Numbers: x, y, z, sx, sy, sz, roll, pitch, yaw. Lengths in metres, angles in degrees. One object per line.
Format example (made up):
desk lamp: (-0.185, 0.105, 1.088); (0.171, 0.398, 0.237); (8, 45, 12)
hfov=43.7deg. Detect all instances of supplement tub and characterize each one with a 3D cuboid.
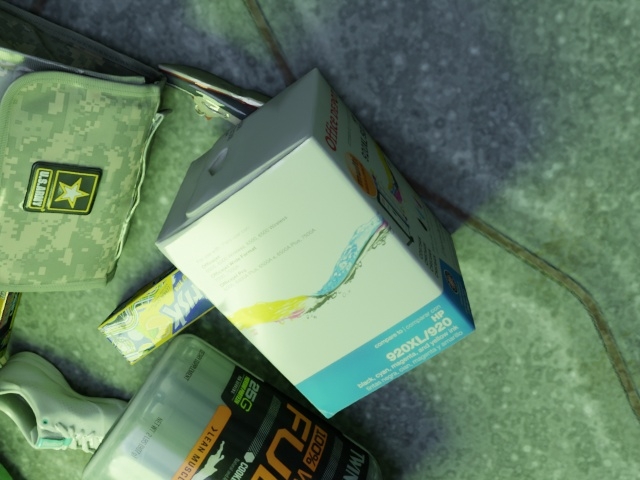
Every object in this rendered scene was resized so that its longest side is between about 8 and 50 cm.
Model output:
supplement tub: (-0.071, 0.257, 0.846); (0.316, 0.193, 0.193); (34, 111, -6)

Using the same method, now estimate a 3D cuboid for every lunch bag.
lunch bag: (-0.305, -0.092, 0.767); (0.287, 0.169, 0.235); (20, 115, -4)

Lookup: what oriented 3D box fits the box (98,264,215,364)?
box: (-0.154, 0.061, 0.860); (0.169, 0.054, 0.059); (-35, 102, 17)

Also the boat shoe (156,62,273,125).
boat shoe: (-0.099, -0.136, 0.785); (0.137, 0.049, 0.043); (21, 114, -5)

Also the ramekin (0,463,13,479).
ramekin: (-0.509, 0.377, 0.920); (0.303, 0.148, 0.303); (0, 88, 3)

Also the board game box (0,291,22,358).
board game box: (-0.408, 0.044, 0.893); (0.141, 0.048, 0.170); (22, 111, -2)

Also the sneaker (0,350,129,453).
sneaker: (-0.286, 0.215, 0.913); (0.212, 0.094, 0.080); (30, 110, -4)

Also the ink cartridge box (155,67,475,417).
ink cartridge box: (0.000, 0.000, 0.732); (0.168, 0.171, 0.232); (-34, 114, 19)
